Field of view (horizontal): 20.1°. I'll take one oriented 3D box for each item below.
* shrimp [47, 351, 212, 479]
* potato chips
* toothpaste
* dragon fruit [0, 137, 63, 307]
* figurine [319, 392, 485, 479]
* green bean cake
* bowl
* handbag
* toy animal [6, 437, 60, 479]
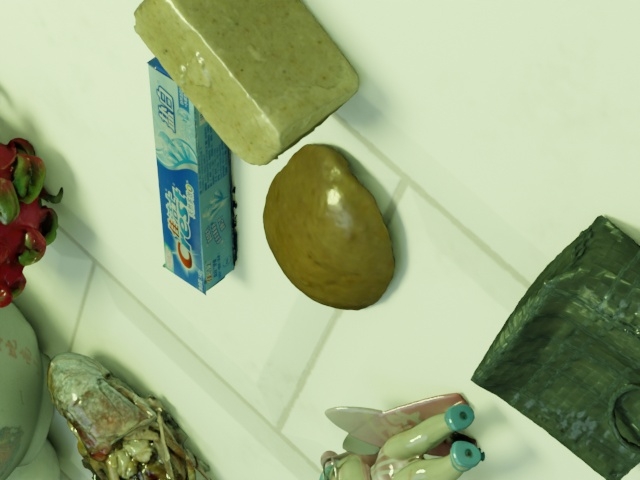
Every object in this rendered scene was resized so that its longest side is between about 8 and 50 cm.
[{"bbox_3d":[-0.201,0.266,2.120,0.343,0.116,0.145,50,161,0],"label":"shrimp"},{"bbox_3d":[0.000,0.000,1.680,0.150,0.049,0.202,51,153,8],"label":"potato chips"},{"bbox_3d":[-0.123,-0.065,1.754,0.066,0.053,0.272,31,143,27],"label":"toothpaste"},{"bbox_3d":[-0.403,-0.052,1.961,0.218,0.198,0.273,-23,107,29],"label":"dragon fruit"},{"bbox_3d":[0.089,0.244,1.752,0.260,0.103,0.205,-40,64,53],"label":"figurine"},{"bbox_3d":[-0.064,-0.161,1.538,0.179,0.109,0.085,50,147,-2],"label":"green bean cake"},{"bbox_3d":[-0.424,0.195,2.225,0.157,0.345,0.345,13,159,-27],"label":"bowl"},{"bbox_3d":[0.236,0.096,1.474,0.175,0.088,0.270,37,146,5],"label":"handbag"},{"bbox_3d":[-0.473,0.313,2.439,0.289,0.174,0.249,30,130,30],"label":"toy animal"}]
